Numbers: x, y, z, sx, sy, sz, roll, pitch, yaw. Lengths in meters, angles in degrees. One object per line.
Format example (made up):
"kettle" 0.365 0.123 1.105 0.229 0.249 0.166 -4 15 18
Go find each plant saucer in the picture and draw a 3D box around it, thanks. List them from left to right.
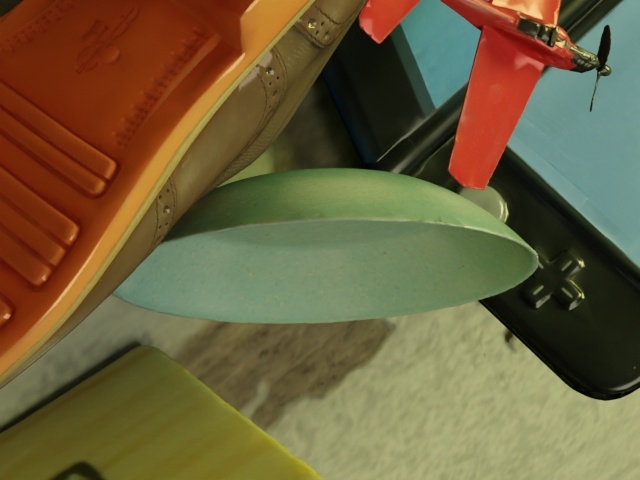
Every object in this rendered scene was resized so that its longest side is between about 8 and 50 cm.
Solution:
"plant saucer" 0.000 0.000 0.896 0.195 0.195 0.037 17 66 -51

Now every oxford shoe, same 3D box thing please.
"oxford shoe" -0.092 -0.026 0.792 0.363 0.130 0.133 -46 155 -3

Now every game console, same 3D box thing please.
"game console" 0.156 -0.117 0.960 0.293 0.250 0.173 -43 167 -16

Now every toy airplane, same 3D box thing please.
"toy airplane" 0.072 -0.105 0.892 0.151 0.028 0.151 -1 92 -25

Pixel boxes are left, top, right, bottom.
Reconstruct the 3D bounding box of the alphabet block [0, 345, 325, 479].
"alphabet block" -0.087 0.201 0.903 0.197 0.193 0.192 -32 138 -28
